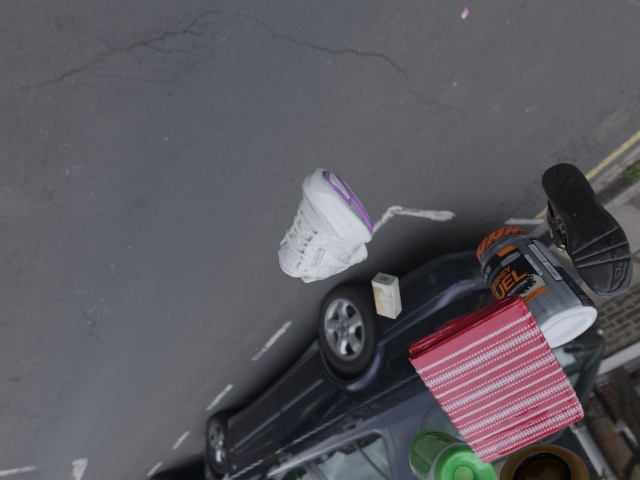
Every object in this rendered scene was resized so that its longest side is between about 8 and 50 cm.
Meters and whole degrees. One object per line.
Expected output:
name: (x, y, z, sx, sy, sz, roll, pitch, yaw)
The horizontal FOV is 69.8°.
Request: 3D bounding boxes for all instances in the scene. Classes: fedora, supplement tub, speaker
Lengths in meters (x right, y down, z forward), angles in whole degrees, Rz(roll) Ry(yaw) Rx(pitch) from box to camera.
fedora: (0.495, 0.543, 1.006, 0.194, 0.194, 0.079, -26, 107, 10)
supplement tub: (0.576, 0.120, 1.264, 0.193, 0.316, 0.194, -11, 136, -11)
speaker: (0.273, 0.486, 0.989, 0.131, 0.131, 0.296, -16, 164, -5)

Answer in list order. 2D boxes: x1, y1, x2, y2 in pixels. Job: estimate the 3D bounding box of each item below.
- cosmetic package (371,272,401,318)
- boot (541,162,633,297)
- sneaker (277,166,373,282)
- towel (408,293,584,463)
cosmetic package: (0.176, 0.147, 1.217, 0.041, 0.060, 0.115, -42, 130, -39)
boot: (0.746, -0.010, 1.309, 0.138, 0.378, 0.284, -26, 157, 18)
sneaker: (0.000, 0.000, 0.726, 0.152, 0.114, 0.305, -31, 157, -5)
towel: (0.288, 0.231, 0.745, 0.198, 0.031, 0.275, -31, 109, 11)
